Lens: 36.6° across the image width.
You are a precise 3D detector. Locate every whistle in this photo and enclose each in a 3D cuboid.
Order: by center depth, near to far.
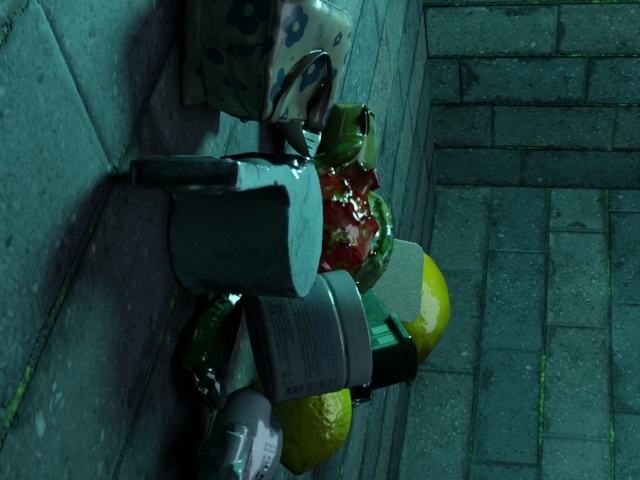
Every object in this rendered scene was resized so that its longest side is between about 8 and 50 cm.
[{"bbox_3d":[-0.108,-0.052,1.260,0.404,0.168,0.188,69,27,-60],"label":"whistle"}]

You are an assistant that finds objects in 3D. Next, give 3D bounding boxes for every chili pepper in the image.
[{"bbox_3d":[-0.150,0.135,1.357,0.108,0.062,0.216,75,19,-52],"label":"chili pepper"}]

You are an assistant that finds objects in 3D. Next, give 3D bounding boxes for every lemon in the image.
[{"bbox_3d":[-0.036,0.286,1.638,0.193,0.181,0.180,66,20,-13],"label":"lemon"}]

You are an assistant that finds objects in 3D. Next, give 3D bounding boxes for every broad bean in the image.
[{"bbox_3d":[-0.019,-0.120,1.709,0.039,0.227,0.069,57,-27,0],"label":"broad bean"}]

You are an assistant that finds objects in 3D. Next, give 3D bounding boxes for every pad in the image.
[{"bbox_3d":[0.093,0.070,2.029,0.002,0.266,0.176,144,-46,-66],"label":"pad"}]

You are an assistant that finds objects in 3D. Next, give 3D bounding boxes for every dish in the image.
[{"bbox_3d":[-0.044,-0.240,1.745,0.191,0.066,0.190,1,90,-79],"label":"dish"}]

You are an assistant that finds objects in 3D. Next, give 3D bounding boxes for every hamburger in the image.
[{"bbox_3d":[0.037,-0.029,1.778,0.167,0.192,0.288,49,43,-41],"label":"hamburger"}]

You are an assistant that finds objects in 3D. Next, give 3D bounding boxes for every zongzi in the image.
[{"bbox_3d":[0.060,-0.141,2.115,0.289,0.123,0.260,66,34,-71],"label":"zongzi"}]

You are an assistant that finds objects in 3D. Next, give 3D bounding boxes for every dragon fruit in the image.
[{"bbox_3d":[-0.007,-0.018,1.577,0.268,0.205,0.210,-54,-172,-1],"label":"dragon fruit"}]

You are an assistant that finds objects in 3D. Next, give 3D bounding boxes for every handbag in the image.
[{"bbox_3d":[-0.079,-0.254,1.340,0.251,0.190,0.193,-5,104,-69],"label":"handbag"}]

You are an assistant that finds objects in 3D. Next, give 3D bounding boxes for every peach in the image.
[{"bbox_3d":[0.147,0.133,2.186,0.307,0.289,0.289,56,20,-6],"label":"peach"}]

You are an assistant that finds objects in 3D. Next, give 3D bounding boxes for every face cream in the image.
[{"bbox_3d":[-0.022,0.140,1.418,0.177,0.153,0.177,169,-90,-79],"label":"face cream"}]

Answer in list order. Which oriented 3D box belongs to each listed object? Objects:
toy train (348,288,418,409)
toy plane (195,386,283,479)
[{"bbox_3d":[0.057,0.175,1.822,0.330,0.178,0.138,-119,-162,-55],"label":"toy train"},{"bbox_3d":[-0.120,0.331,1.353,0.252,0.118,0.252,-168,-90,-90],"label":"toy plane"}]
